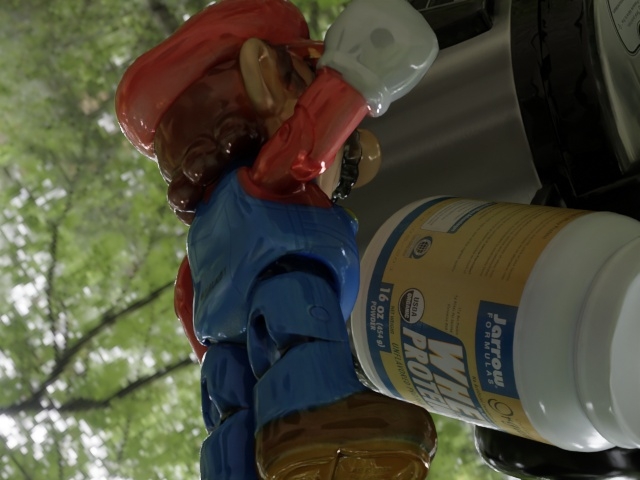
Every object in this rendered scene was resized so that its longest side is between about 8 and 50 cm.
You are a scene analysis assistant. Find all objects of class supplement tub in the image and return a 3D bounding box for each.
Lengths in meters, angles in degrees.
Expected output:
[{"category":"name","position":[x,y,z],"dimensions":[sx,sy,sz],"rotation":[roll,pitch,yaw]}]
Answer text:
[{"category":"supplement tub","position":[0.132,0.049,0.826],"dimensions":[0.199,0.144,0.144],"rotation":[8,-132,48]}]

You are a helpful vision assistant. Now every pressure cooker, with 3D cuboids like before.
[{"category":"pressure cooker","position":[0.209,-0.067,1.141],"dimensions":[0.420,0.375,0.370],"rotation":[-19,-117,37]}]

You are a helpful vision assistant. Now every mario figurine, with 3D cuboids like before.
[{"category":"mario figurine","position":[0.000,0.000,0.701],"dimensions":[0.198,0.170,0.320],"rotation":[-22,-126,17]}]

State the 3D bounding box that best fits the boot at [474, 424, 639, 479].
[{"category":"boot","position":[0.217,0.257,1.040],"dimensions":[0.131,0.348,0.260],"rotation":[10,-100,49]}]
